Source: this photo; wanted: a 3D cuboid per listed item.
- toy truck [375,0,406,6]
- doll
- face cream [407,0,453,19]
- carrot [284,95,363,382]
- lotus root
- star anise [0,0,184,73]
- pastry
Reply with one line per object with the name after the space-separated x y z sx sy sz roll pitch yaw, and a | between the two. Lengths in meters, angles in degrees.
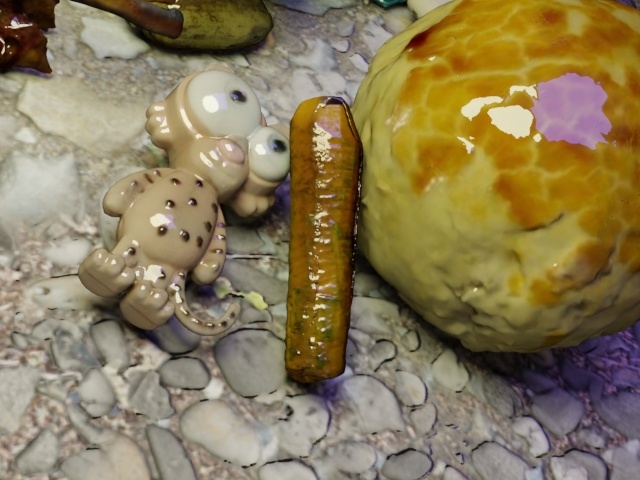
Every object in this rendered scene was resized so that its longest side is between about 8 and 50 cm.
0.063 -0.453 1.263 0.156 0.155 0.279 -29 73 -32 | toy truck
-0.113 -0.041 0.874 0.154 0.119 0.278 34 51 -20 | doll
0.269 -0.210 1.231 0.174 0.081 0.348 -20 66 -38 | face cream
0.000 0.000 0.862 0.070 0.070 0.260 7 82 -24 | carrot
-0.133 -0.256 1.050 0.179 0.080 0.089 -4 59 -30 | lotus root
-0.304 -0.241 0.904 0.347 0.148 0.237 14 51 -5 | star anise
0.214 -0.083 0.946 0.389 0.312 0.388 15 46 -16 | pastry
